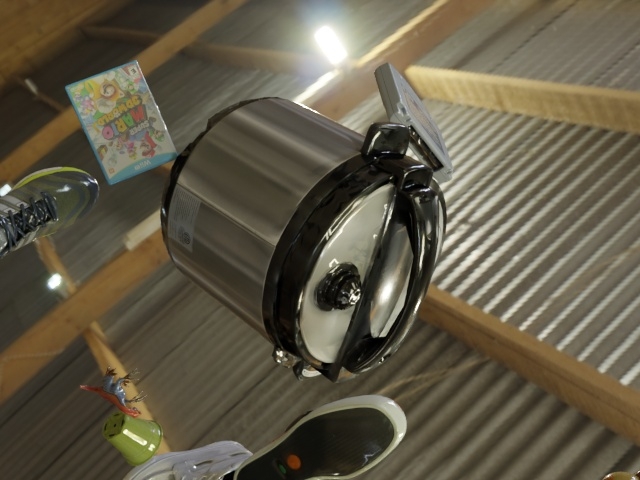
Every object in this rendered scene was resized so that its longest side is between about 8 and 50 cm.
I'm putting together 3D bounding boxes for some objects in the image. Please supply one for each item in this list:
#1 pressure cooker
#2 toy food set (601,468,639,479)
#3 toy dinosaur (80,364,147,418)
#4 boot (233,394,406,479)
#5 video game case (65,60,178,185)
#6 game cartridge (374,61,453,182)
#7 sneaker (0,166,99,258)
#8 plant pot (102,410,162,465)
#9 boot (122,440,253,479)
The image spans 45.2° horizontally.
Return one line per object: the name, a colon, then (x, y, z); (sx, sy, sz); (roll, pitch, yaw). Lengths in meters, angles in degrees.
pressure cooker: (-0.005, 0.002, 1.229); (0.420, 0.370, 0.375); (31, -112, 36)
toy food set: (0.342, 0.278, 0.870); (0.192, 0.132, 0.038); (-38, -114, -1)
toy dinosaur: (-0.239, 0.187, 0.909); (0.090, 0.047, 0.082); (-32, -152, 6)
boot: (0.022, 0.238, 0.973); (0.244, 0.088, 0.176); (-32, 176, 28)
video game case: (-0.313, -0.186, 1.214); (0.119, 0.166, 0.015); (-25, -171, -14)
game cartridge: (0.227, -0.289, 1.865); (0.062, 0.297, 0.198); (-31, -132, 17)
sneaker: (-0.493, -0.022, 1.227); (0.300, 0.111, 0.121); (-28, -152, -14)
plant pot: (-0.327, 0.331, 1.313); (0.083, 0.079, 0.083); (-20, -135, 21)
boot: (-0.223, 0.431, 1.378); (0.258, 0.095, 0.123); (-13, -169, -35)
